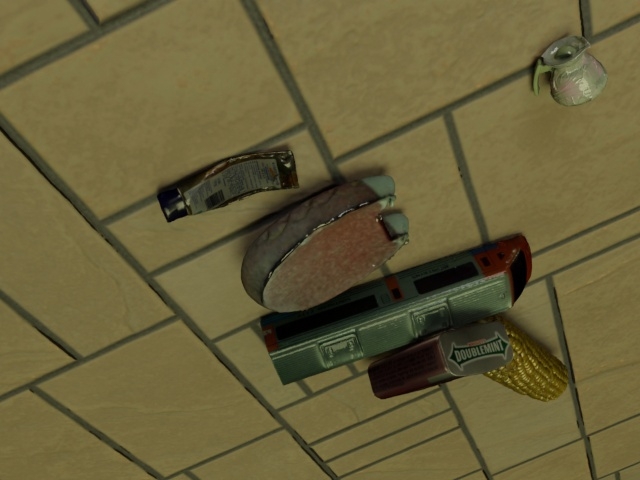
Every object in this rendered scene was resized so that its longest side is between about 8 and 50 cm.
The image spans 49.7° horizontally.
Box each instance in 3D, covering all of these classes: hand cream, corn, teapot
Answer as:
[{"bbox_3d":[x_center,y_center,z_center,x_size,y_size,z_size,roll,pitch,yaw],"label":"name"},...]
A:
[{"bbox_3d":[-0.107,-0.062,0.801,0.163,0.039,0.062,-18,134,-9],"label":"hand cream"},{"bbox_3d":[0.332,0.206,1.154,0.106,0.106,0.293,-40,132,20],"label":"corn"},{"bbox_3d":[0.279,-0.193,0.790,0.083,0.064,0.064,-9,137,37],"label":"teapot"}]

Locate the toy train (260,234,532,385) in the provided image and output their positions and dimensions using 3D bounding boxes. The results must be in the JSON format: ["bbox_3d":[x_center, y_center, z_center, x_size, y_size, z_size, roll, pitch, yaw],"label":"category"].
[{"bbox_3d":[0.121,0.101,0.995,0.409,0.089,0.086,-18,130,-1],"label":"toy train"}]

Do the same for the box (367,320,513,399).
[{"bbox_3d":[0.171,0.182,1.029,0.120,0.069,0.224,-7,164,-28],"label":"box"}]

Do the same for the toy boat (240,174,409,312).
[{"bbox_3d":[0.000,0.000,0.876,0.227,0.085,0.155,-32,144,-3],"label":"toy boat"}]
